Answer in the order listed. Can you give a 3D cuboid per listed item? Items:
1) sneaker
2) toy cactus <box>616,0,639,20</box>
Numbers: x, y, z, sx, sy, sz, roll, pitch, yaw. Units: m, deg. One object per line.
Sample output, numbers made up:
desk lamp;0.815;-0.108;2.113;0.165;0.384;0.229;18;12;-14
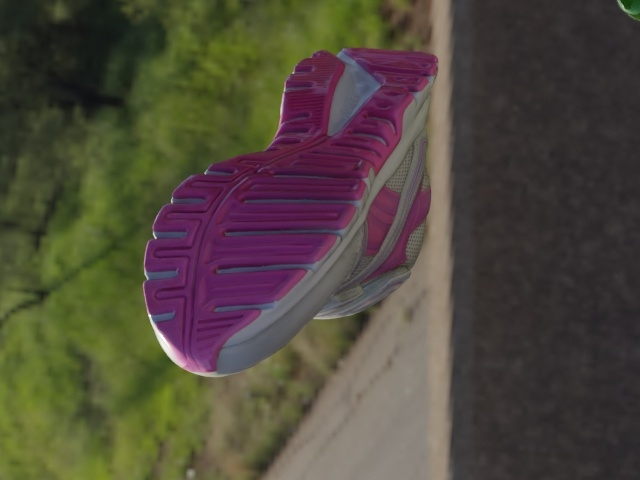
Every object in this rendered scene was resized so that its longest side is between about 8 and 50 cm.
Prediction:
sneaker;0.000;0.000;0.894;0.252;0.103;0.111;-49;-42;-45
toy cactus;0.251;-0.173;0.878;0.219;0.180;0.112;-45;-9;-29
